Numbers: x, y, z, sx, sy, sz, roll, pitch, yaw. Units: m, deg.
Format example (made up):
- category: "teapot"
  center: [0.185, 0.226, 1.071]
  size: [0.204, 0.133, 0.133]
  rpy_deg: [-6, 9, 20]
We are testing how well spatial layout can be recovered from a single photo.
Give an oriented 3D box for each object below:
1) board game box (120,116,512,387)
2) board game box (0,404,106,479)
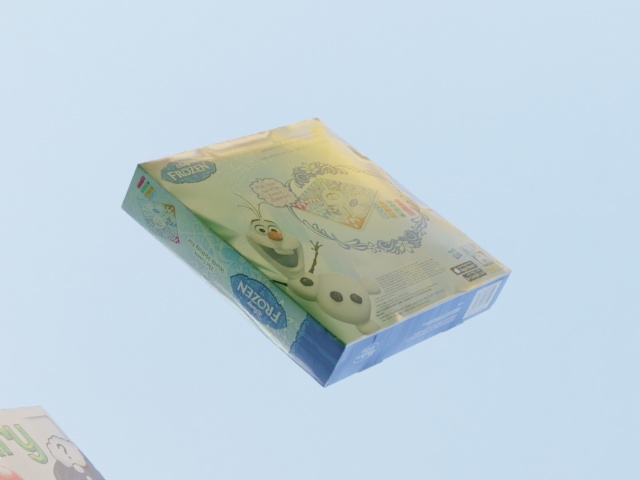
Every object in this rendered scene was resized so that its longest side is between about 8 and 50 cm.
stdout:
- category: "board game box"
  center: [0.000, 0.000, 0.515]
  size: [0.090, 0.020, 0.090]
  rpy_deg: [41, -146, 23]
- category: "board game box"
  center: [-0.168, 0.174, 0.819]
  size: [0.193, 0.305, 0.053]
  rpy_deg: [45, -78, 15]
